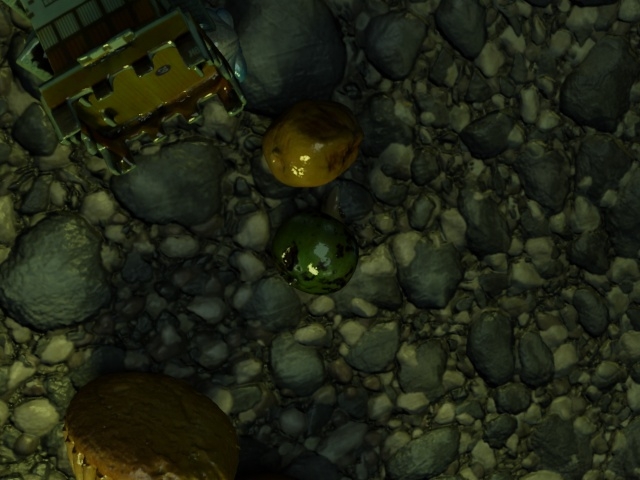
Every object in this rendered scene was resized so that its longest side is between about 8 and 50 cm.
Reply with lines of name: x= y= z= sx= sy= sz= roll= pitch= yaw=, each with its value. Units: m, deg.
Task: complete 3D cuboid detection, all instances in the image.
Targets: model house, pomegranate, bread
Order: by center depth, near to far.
model house: x=-0.219 y=-0.219 z=1.143 sx=0.198 sy=0.224 sz=0.215 roll=-26 pitch=78 yaw=6
bread: x=-0.215 y=0.262 z=1.275 sx=0.240 sy=0.240 sz=0.139 roll=22 pitch=106 yaw=-22
pomegranate: x=0.000 y=0.000 z=1.367 sx=0.122 sy=0.122 sz=0.161 roll=34 pitch=61 yaw=-22

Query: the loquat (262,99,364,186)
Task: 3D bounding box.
loquat: x=-0.007 y=-0.126 z=1.327 sx=0.137 sy=0.137 sz=0.113 roll=-25 pitch=81 yaw=-13

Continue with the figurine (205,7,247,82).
figurine: x=-0.151 y=-0.237 z=1.283 sx=0.114 sy=0.079 sz=0.114 roll=0 pitch=88 yaw=-6

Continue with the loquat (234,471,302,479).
loquat: x=-0.056 y=0.409 z=1.389 sx=0.227 sy=0.179 sz=0.179 roll=19 pitch=94 yaw=-24
